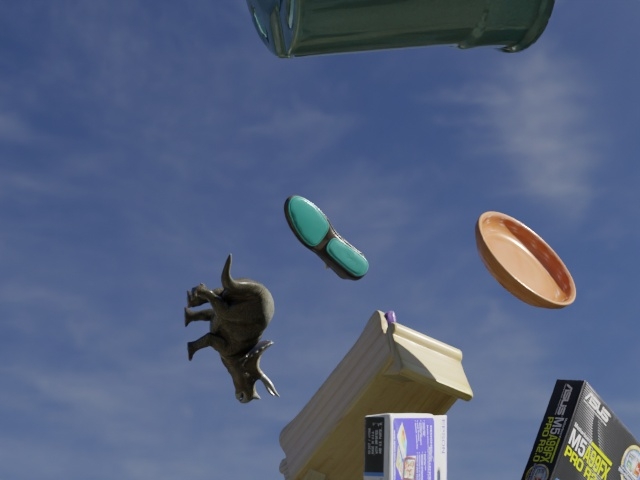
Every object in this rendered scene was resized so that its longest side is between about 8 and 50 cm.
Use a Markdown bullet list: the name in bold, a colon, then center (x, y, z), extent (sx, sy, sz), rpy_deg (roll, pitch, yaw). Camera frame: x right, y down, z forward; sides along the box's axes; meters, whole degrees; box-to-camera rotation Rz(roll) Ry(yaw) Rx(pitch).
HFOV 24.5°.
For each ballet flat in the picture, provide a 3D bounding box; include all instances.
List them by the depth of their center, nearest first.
- **ballet flat**: center (0.000, 0.000, 2.671), extent (0.203, 0.074, 0.074), rpy_deg (43, -44, -13)

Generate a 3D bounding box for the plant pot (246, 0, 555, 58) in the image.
- **plant pot**: center (0.082, -0.386, 1.920), extent (0.334, 0.341, 0.341), rpy_deg (-12, -24, -17)

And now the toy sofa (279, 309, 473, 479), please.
- **toy sofa**: center (0.086, 0.305, 2.515), extent (0.150, 0.177, 0.362), rpy_deg (25, -64, -25)

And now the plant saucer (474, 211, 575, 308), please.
- **plant saucer**: center (0.320, 0.037, 2.351), extent (0.200, 0.200, 0.037), rpy_deg (17, -55, -39)

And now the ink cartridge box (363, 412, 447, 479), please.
- **ink cartridge box**: center (0.113, 0.330, 1.935), extent (0.045, 0.206, 0.208), rpy_deg (-3, -8, 26)

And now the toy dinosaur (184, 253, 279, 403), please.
- **toy dinosaur**: center (-0.141, 0.122, 2.449), extent (0.160, 0.121, 0.313), rpy_deg (0, -54, -11)

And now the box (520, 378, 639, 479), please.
- **box**: center (0.447, 0.392, 2.469), extent (0.060, 0.216, 0.270), rpy_deg (0, -36, 42)
